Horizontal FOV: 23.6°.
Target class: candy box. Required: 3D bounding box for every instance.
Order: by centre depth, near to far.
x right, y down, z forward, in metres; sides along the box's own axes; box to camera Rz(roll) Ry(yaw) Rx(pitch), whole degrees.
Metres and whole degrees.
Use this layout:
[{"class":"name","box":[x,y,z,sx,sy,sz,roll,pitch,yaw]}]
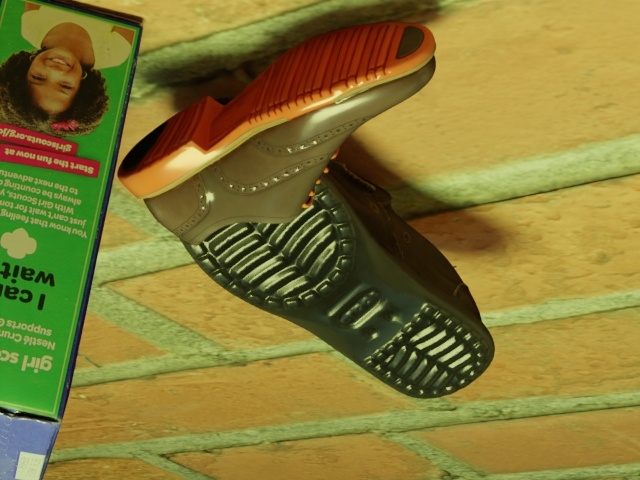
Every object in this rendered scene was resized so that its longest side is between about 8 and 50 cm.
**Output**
[{"class":"candy box","box":[-0.234,0.015,1.171,0.122,0.317,0.268,11,156,-11]}]

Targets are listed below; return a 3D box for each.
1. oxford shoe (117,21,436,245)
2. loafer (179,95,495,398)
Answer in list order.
[{"class":"oxford shoe","box":[-0.018,-0.076,1.127,0.271,0.097,0.098,-22,118,31]},{"class":"loafer","box":[0.000,0.000,1.312,0.134,0.130,0.366,-35,122,20]}]
